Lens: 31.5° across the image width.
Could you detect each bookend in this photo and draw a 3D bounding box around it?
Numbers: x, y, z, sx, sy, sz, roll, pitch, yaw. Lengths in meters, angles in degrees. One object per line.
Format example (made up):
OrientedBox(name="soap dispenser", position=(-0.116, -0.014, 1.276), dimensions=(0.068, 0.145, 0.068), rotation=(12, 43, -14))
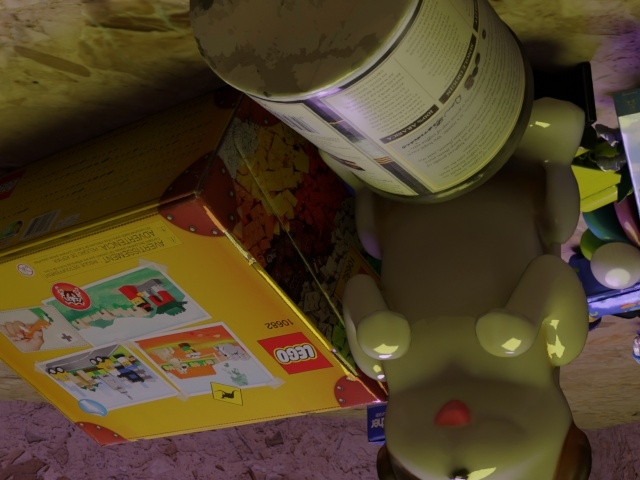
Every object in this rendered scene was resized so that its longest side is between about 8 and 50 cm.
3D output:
OrientedBox(name="bookend", position=(0.196, -0.143, 1.270), dimensions=(0.157, 0.072, 0.156), rotation=(5, 160, -19))

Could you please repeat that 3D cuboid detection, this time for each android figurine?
OrientedBox(name="android figurine", position=(0.289, -0.083, 1.504), dimensions=(0.248, 0.056, 0.273), rotation=(9, 158, -31))

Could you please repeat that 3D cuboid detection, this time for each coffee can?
OrientedBox(name="coffee can", position=(0.046, -0.165, 0.966), dimensions=(0.201, 0.202, 0.275), rotation=(-10, 161, 24))

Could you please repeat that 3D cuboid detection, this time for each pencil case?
OrientedBox(name="pencil case", position=(0.548, 0.051, 1.843), dimensions=(0.306, 0.119, 0.133), rotation=(-17, -179, 38))

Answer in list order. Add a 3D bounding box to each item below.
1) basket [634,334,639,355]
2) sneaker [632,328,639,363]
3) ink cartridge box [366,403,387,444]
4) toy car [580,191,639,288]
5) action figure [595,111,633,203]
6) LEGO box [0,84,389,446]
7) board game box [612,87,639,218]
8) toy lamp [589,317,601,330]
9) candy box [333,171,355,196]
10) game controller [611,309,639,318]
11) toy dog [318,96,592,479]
OrientedBox(name="basket", position=(0.778, 0.272, 2.074), dimensions=(0.266, 0.331, 0.328), rotation=(-24, 169, 25))
OrientedBox(name="sneaker", position=(0.795, 0.227, 2.417), dimensions=(0.236, 0.130, 0.323), rotation=(-4, 168, -7))
OrientedBox(name="ink cartridge box", position=(0.209, 0.181, 1.761), dimensions=(0.270, 0.396, 0.151), rotation=(13, 157, -38))
OrientedBox(name="toy car", position=(0.450, -0.027, 1.595), dimensions=(0.182, 0.159, 0.136), rotation=(-9, 127, 23))
OrientedBox(name="action figure", position=(0.401, -0.149, 1.241), dimensions=(0.063, 0.137, 0.232), rotation=(22, 144, -27))
OrientedBox(name="LEGO box", position=(-0.188, 0.055, 1.415), dimensions=(0.500, 0.193, 0.372), rotation=(-14, 130, 35))
OrientedBox(name="board game box", position=(0.404, -0.092, 1.193), dimensions=(0.160, 0.039, 0.211), rotation=(-12, 141, 17))
OrientedBox(name="toy lamp", position=(0.524, 0.114, 2.124), dimensions=(0.080, 0.080, 0.275), rotation=(2, 160, -14))
OrientedBox(name="candy box", position=(0.000, 0.000, 1.617), dimensions=(0.317, 0.122, 0.268), rotation=(-19, 156, 41))
OrientedBox(name="game controller", position=(0.661, 0.093, 2.121), dimensions=(0.166, 0.067, 0.319), rotation=(17, 158, -12))
OrientedBox(name="toy dog", position=(0.154, 0.105, 1.249), dimensions=(0.284, 0.408, 0.395), rotation=(-3, 161, 7))
